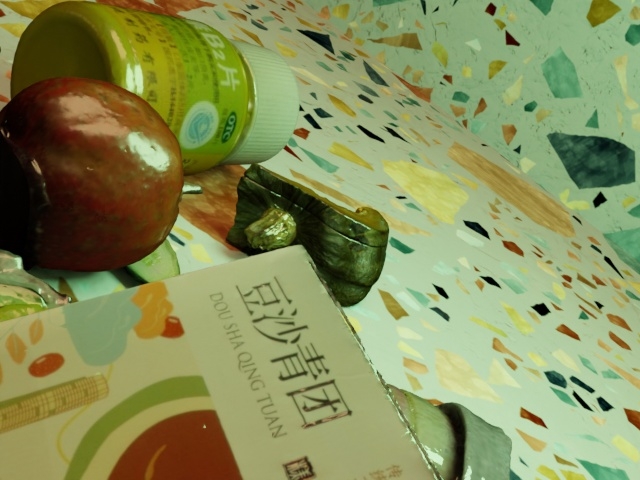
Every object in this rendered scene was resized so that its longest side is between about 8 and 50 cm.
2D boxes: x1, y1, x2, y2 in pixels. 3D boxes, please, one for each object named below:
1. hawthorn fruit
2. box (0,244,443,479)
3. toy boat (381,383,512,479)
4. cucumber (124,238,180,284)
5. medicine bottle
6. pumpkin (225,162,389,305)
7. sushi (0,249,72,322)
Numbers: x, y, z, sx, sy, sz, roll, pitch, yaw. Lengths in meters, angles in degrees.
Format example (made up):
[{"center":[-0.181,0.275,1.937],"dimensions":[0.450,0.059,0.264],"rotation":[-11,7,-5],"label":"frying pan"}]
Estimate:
[{"center":[-0.244,-0.071,1.037],"dimensions":[0.249,0.215,0.215],"rotation":[7,32,-23],"label":"hawthorn fruit"},{"center":[-0.129,0.191,0.575],"dimensions":[0.385,0.122,0.345],"rotation":[-14,42,-17],"label":"box"},{"center":[0.081,0.213,1.028],"dimensions":[0.293,0.111,0.276],"rotation":[27,15,15],"label":"toy boat"},{"center":[-0.206,0.028,1.116],"dimensions":[0.067,0.035,0.107],"rotation":[-10,45,-31],"label":"cucumber"},{"center":[-0.213,-0.200,1.316],"dimensions":[0.224,0.224,0.384],"rotation":[43,25,25],"label":"medicine bottle"},{"center":[-0.003,0.001,1.300],"dimensions":[0.247,0.131,0.126],"rotation":[14,29,-31],"label":"pumpkin"},{"center":[-0.303,0.106,0.762],"dimensions":[0.161,0.108,0.241],"rotation":[39,33,18],"label":"sushi"}]
